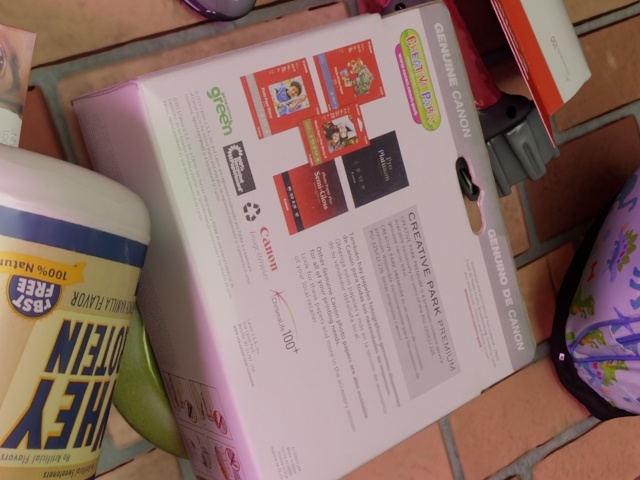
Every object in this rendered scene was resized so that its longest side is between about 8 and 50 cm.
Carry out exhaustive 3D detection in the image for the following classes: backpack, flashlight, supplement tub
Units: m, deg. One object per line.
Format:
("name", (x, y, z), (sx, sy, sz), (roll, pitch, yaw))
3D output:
("backpack", (0.383, 0.024, 0.901), (0.273, 0.355, 0.290), (40, 73, -25))
("flashlight", (0.119, -0.187, 0.880), (0.103, 0.103, 0.304), (-43, 111, -26))
("supplement tub", (-0.243, 0.100, 0.598), (0.228, 0.228, 0.316), (15, 85, -31))

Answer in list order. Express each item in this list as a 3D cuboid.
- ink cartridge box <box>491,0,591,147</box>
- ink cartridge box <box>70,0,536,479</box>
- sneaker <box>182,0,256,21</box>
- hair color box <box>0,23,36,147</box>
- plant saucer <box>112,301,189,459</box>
("ink cartridge box", (0.184, -0.208, 0.860), (0.066, 0.232, 0.189), (-24, 111, 14))
("ink cartridge box", (0.000, 0.000, 0.756), (0.271, 0.130, 0.310), (-22, 103, -31))
("sneaker", (-0.098, -0.275, 0.745), (0.083, 0.098, 0.224), (-33, 108, -26))
("hair color box", (-0.286, -0.114, 0.666), (0.167, 0.053, 0.093), (10, 86, -32))
("plant saucer", (-0.066, 0.068, 0.816), (0.241, 0.037, 0.241), (-2, 94, -31))
